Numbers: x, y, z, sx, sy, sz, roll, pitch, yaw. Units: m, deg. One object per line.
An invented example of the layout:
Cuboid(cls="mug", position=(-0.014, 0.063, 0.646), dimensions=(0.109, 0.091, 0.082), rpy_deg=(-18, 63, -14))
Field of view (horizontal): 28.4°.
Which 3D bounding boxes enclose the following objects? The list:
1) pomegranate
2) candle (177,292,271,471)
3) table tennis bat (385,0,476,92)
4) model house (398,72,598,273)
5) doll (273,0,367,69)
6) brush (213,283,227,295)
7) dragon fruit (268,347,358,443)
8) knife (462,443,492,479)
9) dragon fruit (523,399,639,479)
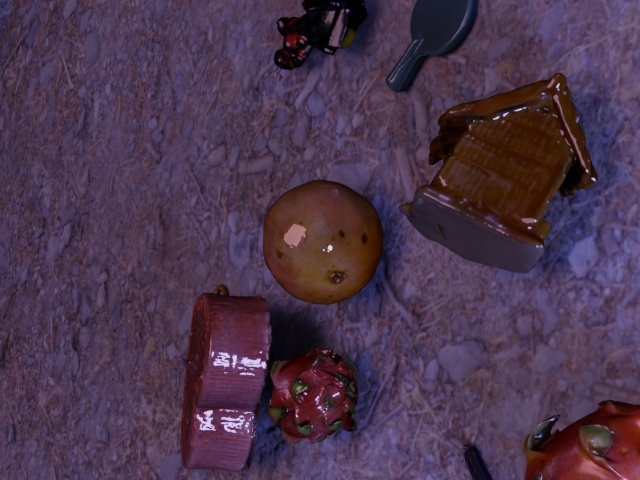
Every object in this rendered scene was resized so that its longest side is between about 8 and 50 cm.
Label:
Cuboid(cls="pomegranate", position=(-0.002, 0.001, 1.879), dimensions=(0.191, 0.191, 0.191), rpy_deg=(-15, 71, 50))
Cuboid(cls="candle", position=(-0.168, 0.195, 2.032), dimensions=(0.287, 0.131, 0.317), rpy_deg=(-98, 19, -50))
Cuboid(cls="table tennis bat", position=(0.158, -0.304, 1.859), dimensions=(0.201, 0.033, 0.124), rpy_deg=(-57, 41, 25))
Cuboid(cls="model house", position=(0.237, -0.093, 1.618), dimensions=(0.219, 0.199, 0.229), rpy_deg=(32, 82, 11))
Cuboid(cls="doll", position=(0.003, -0.349, 2.036), dimensions=(0.248, 0.088, 0.127), rpy_deg=(-24, 84, 58))
Cuboid(cls="brush", position=(-0.185, 0.231, 2.205), dimensions=(0.090, 0.017, 0.314), rpy_deg=(-7, 76, 49))
Cuboid(cls="dragon fruit", position=(-0.022, 0.238, 1.904), dimensions=(0.236, 0.135, 0.137), rpy_deg=(140, 129, -66))
Cuboid(cls="knife", position=(0.213, 0.322, 1.663), dimensions=(0.031, 0.018, 0.121), rpy_deg=(-47, 47, 34))
Cuboid(cls="dragon fruit", position=(0.318, 0.281, 1.372), dimensions=(0.224, 0.224, 0.227), rpy_deg=(10, 84, 53))
